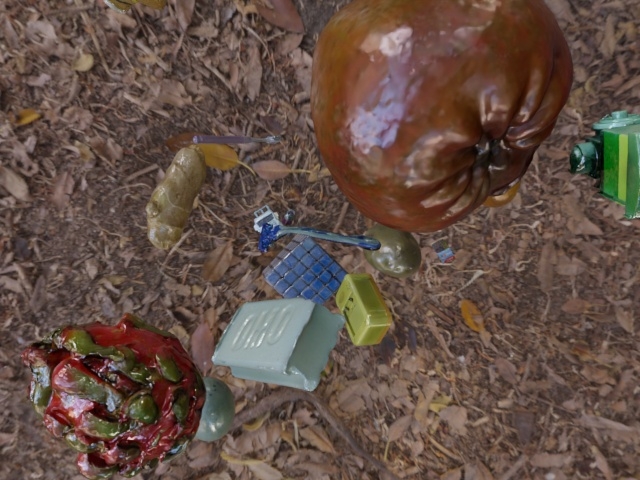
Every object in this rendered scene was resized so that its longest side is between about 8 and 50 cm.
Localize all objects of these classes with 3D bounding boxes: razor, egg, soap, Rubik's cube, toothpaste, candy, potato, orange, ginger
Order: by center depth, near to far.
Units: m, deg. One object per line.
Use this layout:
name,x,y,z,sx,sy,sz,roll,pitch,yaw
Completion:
soap,-0.065,0.142,0.671,0.063,0.198,0.114,42,57,-27
orange,0.405,-0.155,1.121,0.155,0.154,0.134,41,109,-3
razor,0.000,-0.008,1.244,0.325,0.056,0.093,4,49,2
potato,0.216,0.033,1.421,0.178,0.235,0.160,1,104,3
ginger,-0.466,-0.144,1.515,0.126,0.190,0.353,16,81,26
egg,-0.361,0.545,1.523,0.169,0.169,0.236,3,122,-3
toothpaste,0.448,0.032,1.684,0.070,0.193,0.044,-29,95,11
Rubik's cube,-0.066,0.131,1.811,0.237,0.238,0.237,-45,98,-7
candy,-0.139,-0.068,1.922,0.045,0.175,0.043,-6,52,-30

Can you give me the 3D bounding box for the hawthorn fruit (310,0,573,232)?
hawthorn fruit,0.157,-0.235,0.744,0.403,0.403,0.402,0,91,-3

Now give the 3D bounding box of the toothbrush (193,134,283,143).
toothbrush,-0.228,-0.296,1.372,0.029,0.354,0.024,-10,94,35

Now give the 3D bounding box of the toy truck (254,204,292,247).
toy truck,-0.152,-0.048,1.412,0.080,0.177,0.115,-32,85,-2

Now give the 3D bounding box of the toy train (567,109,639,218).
toy train,0.509,-0.122,0.627,0.301,0.202,0.120,-8,109,9

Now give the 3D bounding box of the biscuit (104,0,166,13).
biscuit,-0.353,-0.460,0.834,0.240,0.158,0.035,18,87,39

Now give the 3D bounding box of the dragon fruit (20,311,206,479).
dragon fruit,-0.338,0.250,0.782,0.231,0.237,0.302,-42,104,10

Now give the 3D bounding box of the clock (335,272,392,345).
clock,0.131,0.210,1.446,0.096,0.202,0.143,-2,134,-24
